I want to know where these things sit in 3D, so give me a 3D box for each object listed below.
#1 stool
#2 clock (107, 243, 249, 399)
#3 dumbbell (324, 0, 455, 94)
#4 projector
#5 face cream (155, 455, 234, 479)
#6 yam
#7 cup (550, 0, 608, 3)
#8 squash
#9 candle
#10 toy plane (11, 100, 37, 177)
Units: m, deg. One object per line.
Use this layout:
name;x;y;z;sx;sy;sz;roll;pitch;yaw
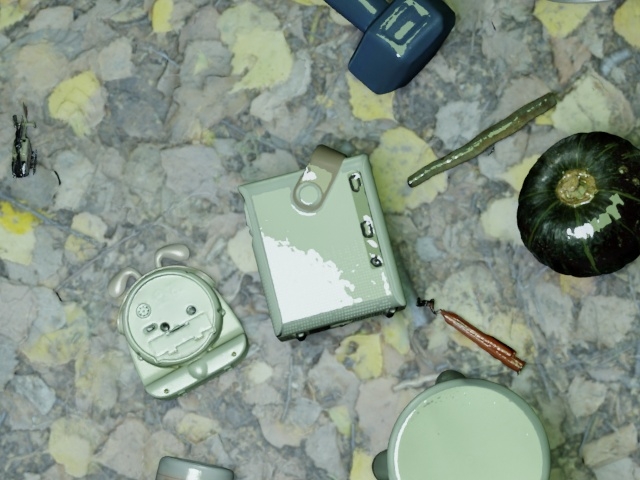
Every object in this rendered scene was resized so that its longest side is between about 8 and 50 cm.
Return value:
stool;0.183;0.273;1.695;0.195;0.198;0.195;38;86;8
clock;-0.197;0.105;1.802;0.151;0.062;0.191;-29;80;-3
dumbbell;0.022;-0.346;1.826;0.325;0.160;0.144;43;53;8
projector;0.000;0.000;1.764;0.177;0.163;0.242;-13;85;-1
face cream;-0.184;0.409;1.734;0.101;0.101;0.251;11;81;4
yam;0.221;-0.133;1.845;0.234;0.029;0.027;-31;54;-1
cup;0.384;-0.441;1.826;0.241;0.185;0.226;2;85;-29
squash;0.349;-0.046;1.762;0.193;0.156;0.193;0;90;21
candle;0.201;0.121;1.806;0.167;0.021;0.026;34;104;6
toy plane;-0.409;-0.130;1.856;0.031;0.049;0.120;-1;64;1
